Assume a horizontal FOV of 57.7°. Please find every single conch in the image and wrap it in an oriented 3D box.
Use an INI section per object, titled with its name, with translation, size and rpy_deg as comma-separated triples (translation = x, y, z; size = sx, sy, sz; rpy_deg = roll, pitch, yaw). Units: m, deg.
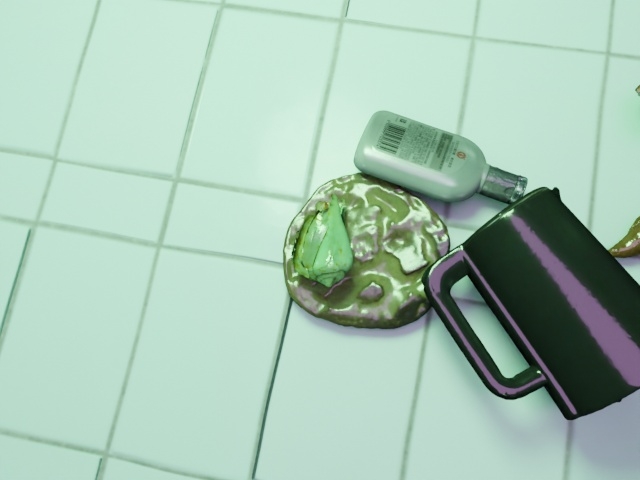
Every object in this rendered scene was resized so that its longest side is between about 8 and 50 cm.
[conch]
translation = 0.000, 0.000, 0.968
size = 0.105, 0.079, 0.170
rpy_deg = -3, 60, 2

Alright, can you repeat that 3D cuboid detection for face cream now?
[face cream]
translation = 0.210, -0.134, 1.011
size = 0.291, 0.071, 0.144
rpy_deg = 19, 58, 7

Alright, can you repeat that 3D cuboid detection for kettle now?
[kettle]
translation = 0.352, 0.105, 0.909
size = 0.262, 0.203, 0.308
rpy_deg = -41, 73, 22

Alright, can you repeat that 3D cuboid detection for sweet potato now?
[sweet potato]
translation = 0.562, -0.024, 0.978
size = 0.206, 0.060, 0.068
rpy_deg = -36, 40, -2

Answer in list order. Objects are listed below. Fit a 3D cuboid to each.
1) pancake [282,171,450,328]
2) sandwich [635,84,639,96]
[pancake]
translation = 0.081, 0.019, 1.010
size = 0.294, 0.049, 0.295
rpy_deg = -2, 78, 8
[sandwich]
translation = 0.662, -0.251, 0.997
size = 0.258, 0.096, 0.094
rpy_deg = -12, 71, 4
